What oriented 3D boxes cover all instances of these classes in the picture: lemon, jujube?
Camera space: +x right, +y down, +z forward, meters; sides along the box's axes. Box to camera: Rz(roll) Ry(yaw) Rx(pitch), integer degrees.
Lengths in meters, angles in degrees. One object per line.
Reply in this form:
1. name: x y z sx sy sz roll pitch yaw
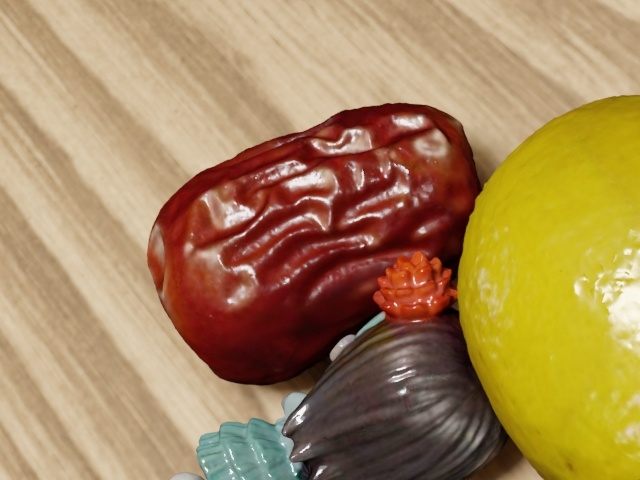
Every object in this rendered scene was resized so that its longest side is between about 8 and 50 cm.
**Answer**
1. lemon: 0.196 0.041 0.988 0.236 0.236 0.263 -36 76 8
2. jujube: 0.000 0.000 1.166 0.230 0.155 0.155 -23 57 5

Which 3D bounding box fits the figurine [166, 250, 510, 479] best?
1. figurine: 0.006 0.123 1.109 0.245 0.138 0.110 -34 26 12
